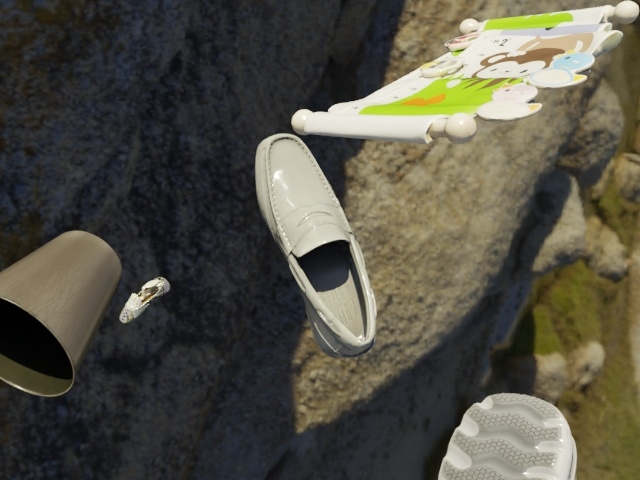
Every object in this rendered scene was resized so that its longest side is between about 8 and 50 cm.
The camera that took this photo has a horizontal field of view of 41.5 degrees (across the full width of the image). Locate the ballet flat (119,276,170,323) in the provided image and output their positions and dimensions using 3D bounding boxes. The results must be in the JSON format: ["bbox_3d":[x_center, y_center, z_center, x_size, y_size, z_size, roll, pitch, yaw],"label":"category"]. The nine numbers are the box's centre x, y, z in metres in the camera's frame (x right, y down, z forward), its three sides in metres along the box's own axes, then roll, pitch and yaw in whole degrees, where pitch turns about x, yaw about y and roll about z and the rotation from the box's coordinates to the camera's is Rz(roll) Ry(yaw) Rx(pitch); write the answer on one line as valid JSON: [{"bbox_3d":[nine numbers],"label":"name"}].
[{"bbox_3d":[-0.332,0.106,1.572,0.114,0.041,0.041,-41,133,-23],"label":"ballet flat"}]

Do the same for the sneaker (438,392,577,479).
[{"bbox_3d":[0.097,0.238,0.502,0.281,0.105,0.115,-58,133,-21],"label":"sneaker"}]

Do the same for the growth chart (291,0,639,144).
[{"bbox_3d":[0.099,-0.108,0.536,0.237,0.172,0.021,-34,116,-38],"label":"growth chart"}]

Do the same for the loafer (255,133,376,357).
[{"bbox_3d":[0.000,0.000,1.122,0.112,0.111,0.319,-21,84,-19],"label":"loafer"}]

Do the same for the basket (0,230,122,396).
[{"bbox_3d":[-0.413,0.093,1.300,0.204,0.154,0.227,42,33,-12],"label":"basket"}]
